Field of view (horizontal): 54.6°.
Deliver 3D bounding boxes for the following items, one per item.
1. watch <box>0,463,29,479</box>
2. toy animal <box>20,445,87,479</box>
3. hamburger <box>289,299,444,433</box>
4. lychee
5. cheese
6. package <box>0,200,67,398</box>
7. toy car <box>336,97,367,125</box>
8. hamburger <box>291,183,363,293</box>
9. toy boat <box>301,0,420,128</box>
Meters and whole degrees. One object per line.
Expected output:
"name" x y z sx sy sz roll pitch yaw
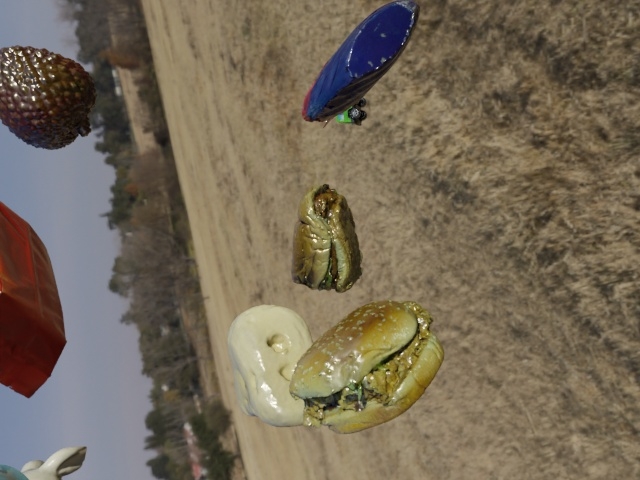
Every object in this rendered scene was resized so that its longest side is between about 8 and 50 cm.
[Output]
"watch" -0.449 0.385 0.771 0.211 0.193 0.211 46 173 7
"toy animal" -0.479 0.488 1.119 0.193 0.127 0.178 62 -157 -7
"hamburger" 0.062 0.157 0.845 0.122 0.215 0.189 55 142 -6
"lychee" -0.663 -0.345 1.478 0.271 0.236 0.236 38 179 -20
"cheese" -0.089 0.260 1.291 0.251 0.173 0.248 -174 72 -72
"package" -0.609 0.085 1.196 0.423 0.123 0.196 57 179 43
"toy car" 0.066 -0.345 1.422 0.071 0.062 0.165 -18 -76 -70
"hamburger" 0.000 0.000 1.156 0.183 0.130 0.206 -62 -39 -73
"toy boat" 0.033 -0.229 0.915 0.072 0.219 0.318 44 148 -5
